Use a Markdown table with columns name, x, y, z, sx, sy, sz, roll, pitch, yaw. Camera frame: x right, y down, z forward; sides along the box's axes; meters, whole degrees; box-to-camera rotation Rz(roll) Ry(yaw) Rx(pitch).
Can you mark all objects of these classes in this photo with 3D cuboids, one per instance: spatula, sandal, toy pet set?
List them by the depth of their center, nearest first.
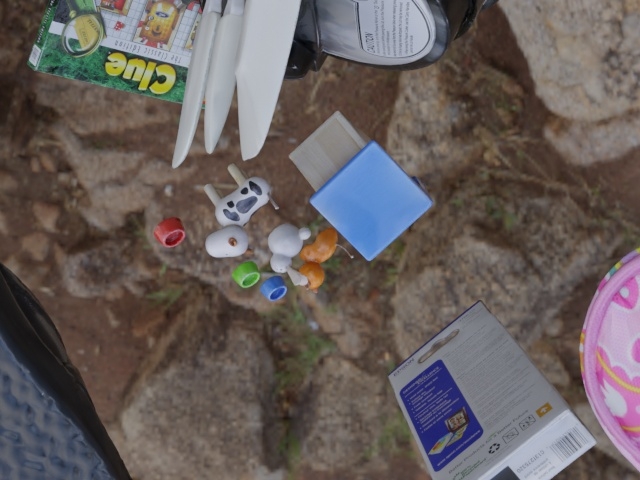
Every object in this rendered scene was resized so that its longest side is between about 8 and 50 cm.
| name | x | y | z | sx | sy | sz | roll | pitch | yaw |
| --- | --- | --- | --- | --- | --- | --- | --- | --- | --- |
| spatula | -0.032 | -0.157 | 0.522 | 0.019 | 0.242 | 0.168 | 12 | 177 | -17 |
| toy pet set | 0.000 | 0.000 | 0.529 | 0.114 | 0.065 | 0.122 | -42 | 150 | 10 |
| sandal | -0.218 | 0.079 | 0.646 | 0.167 | 0.107 | 0.446 | -16 | 104 | 12 |

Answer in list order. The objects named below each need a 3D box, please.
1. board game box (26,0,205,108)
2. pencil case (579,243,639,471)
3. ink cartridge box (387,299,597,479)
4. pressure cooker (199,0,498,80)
| name | x | y | z | sx | sy | sz | roll | pitch | yaw |
| --- | --- | --- | --- | --- | --- | --- | --- | --- | --- |
| board game box | -0.209 | -0.242 | 1.248 | 0.259 | 0.030 | 0.136 | 6 | 118 | -44 |
| pencil case | 0.222 | 0.013 | 0.499 | 0.124 | 0.124 | 0.284 | -34 | 176 | 38 |
| ink cartridge box | 0.197 | 0.204 | 1.306 | 0.176 | 0.371 | 0.069 | -40 | 108 | 5 |
| pressure cooker | 0.017 | -0.348 | 0.930 | 0.370 | 0.420 | 0.375 | 37 | 167 | -36 |
